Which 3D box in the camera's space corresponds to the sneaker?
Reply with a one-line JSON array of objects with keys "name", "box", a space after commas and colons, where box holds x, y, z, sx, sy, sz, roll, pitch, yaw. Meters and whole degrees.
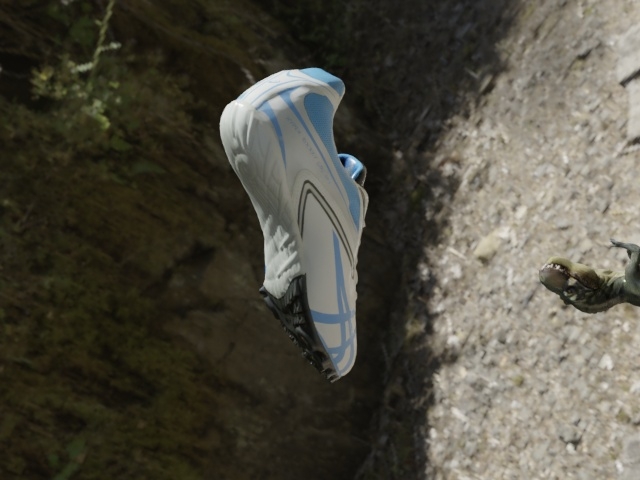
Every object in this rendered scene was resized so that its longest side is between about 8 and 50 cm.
[{"name": "sneaker", "box": [0.000, 0.000, 0.582, 0.086, 0.237, 0.085, -27, 40, -20]}]

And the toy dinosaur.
[{"name": "toy dinosaur", "box": [0.323, 0.006, 0.737, 0.268, 0.064, 0.118, -3, 61, 25]}]
